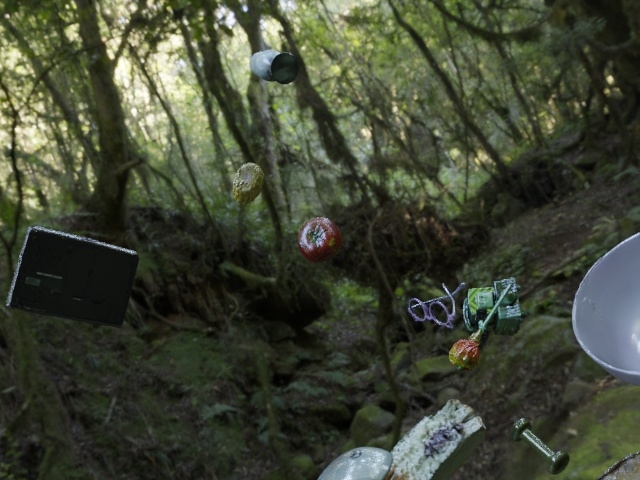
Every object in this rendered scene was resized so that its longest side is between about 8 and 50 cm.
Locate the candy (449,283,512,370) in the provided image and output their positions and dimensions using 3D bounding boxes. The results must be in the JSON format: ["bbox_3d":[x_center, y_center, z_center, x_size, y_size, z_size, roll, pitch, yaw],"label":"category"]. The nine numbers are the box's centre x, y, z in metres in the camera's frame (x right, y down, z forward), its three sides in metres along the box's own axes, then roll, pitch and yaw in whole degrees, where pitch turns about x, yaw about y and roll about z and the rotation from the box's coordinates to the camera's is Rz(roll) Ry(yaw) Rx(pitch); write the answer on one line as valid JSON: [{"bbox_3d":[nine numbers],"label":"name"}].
[{"bbox_3d":[0.320,0.170,1.137,0.200,0.061,0.060,-60,-16,8],"label":"candy"}]

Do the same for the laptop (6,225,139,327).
[{"bbox_3d":[-0.447,0.069,1.067,0.207,0.153,0.026,19,-13,-35],"label":"laptop"}]

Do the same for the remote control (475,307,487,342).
[{"bbox_3d":[0.435,0.232,1.575,0.039,0.096,0.014,-3,5,-25],"label":"remote control"}]

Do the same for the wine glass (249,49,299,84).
[{"bbox_3d":[-0.142,-0.514,1.710,0.093,0.092,0.202,-24,26,-16],"label":"wine glass"}]

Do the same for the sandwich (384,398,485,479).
[{"bbox_3d":[0.215,0.414,1.128,0.254,0.100,0.288,-48,-29,-10],"label":"sandwich"}]

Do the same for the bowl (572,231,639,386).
[{"bbox_3d":[0.558,0.119,0.892,0.287,0.144,0.287,-38,25,22],"label":"bowl"}]

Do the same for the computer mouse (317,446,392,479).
[{"bbox_3d":[0.031,0.373,0.902,0.182,0.056,0.089,-42,-3,20],"label":"computer mouse"}]

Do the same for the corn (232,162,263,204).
[{"bbox_3d":[-0.156,-0.122,1.241,0.085,0.063,0.165,-47,4,-4],"label":"corn"}]

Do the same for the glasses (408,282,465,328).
[{"bbox_3d":[0.268,0.136,1.260,0.104,0.062,0.140,-25,12,-30],"label":"glasses"}]

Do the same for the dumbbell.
[{"bbox_3d":[0.429,0.403,1.136,0.046,0.118,0.052,-2,-66,-31],"label":"dumbbell"}]

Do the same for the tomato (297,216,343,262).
[{"bbox_3d":[0.000,0.000,1.094,0.087,0.087,0.075,-29,-20,11],"label":"tomato"}]

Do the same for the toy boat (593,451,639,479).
[{"bbox_3d":[0.546,0.507,1.047,0.446,0.162,0.136,-13,24,-35],"label":"toy boat"}]

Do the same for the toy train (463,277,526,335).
[{"bbox_3d":[0.544,0.222,1.832,0.178,0.138,0.330,-6,-21,12],"label":"toy train"}]
